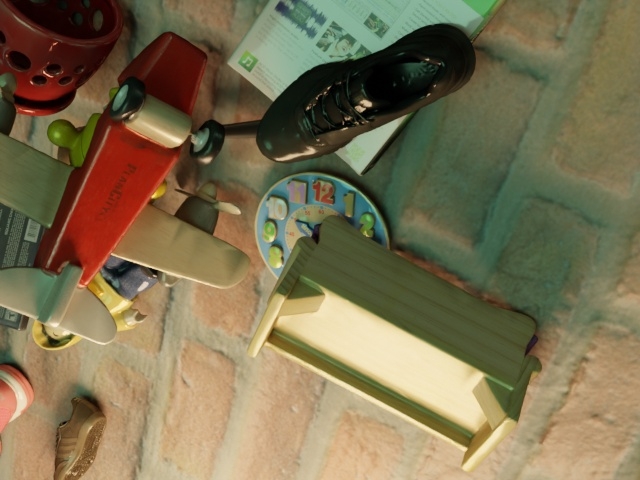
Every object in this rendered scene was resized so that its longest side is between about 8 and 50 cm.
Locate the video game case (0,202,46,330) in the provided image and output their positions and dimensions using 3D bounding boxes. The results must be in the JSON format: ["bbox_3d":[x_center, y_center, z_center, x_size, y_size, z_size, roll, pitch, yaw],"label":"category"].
[{"bbox_3d":[-0.579,0.021,1.572,0.274,0.026,0.196,13,88,19],"label":"video game case"}]

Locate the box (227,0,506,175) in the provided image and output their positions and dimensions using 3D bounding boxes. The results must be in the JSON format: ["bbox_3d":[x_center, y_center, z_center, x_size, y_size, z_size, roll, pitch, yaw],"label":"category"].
[{"bbox_3d":[0.064,-0.275,1.184,0.232,0.058,0.322,41,114,4],"label":"box"}]

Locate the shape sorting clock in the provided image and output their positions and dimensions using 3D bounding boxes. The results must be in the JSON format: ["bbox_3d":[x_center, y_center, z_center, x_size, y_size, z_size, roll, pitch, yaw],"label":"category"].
[{"bbox_3d":[0.000,0.000,1.354,0.206,0.040,0.206,9,113,20],"label":"shape sorting clock"}]

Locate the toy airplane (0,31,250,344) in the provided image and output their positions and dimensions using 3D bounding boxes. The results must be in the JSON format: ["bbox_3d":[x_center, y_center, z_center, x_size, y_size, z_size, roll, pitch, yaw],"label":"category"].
[{"bbox_3d":[-0.305,-0.061,1.284,0.385,0.272,0.385,-19,120,-14],"label":"toy airplane"}]

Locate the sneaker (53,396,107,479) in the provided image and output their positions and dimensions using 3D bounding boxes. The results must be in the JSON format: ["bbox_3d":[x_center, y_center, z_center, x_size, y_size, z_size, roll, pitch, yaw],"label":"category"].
[{"bbox_3d":[-0.433,0.354,1.680,0.071,0.066,0.188,41,116,23],"label":"sneaker"}]

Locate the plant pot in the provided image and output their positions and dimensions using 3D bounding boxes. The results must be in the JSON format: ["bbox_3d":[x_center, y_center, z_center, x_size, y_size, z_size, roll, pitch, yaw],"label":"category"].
[{"bbox_3d":[-0.393,-0.278,1.326,0.191,0.191,0.174,42,125,3],"label":"plant pot"}]

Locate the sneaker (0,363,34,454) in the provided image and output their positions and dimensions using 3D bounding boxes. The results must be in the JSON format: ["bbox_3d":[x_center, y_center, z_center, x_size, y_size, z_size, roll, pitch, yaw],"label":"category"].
[{"bbox_3d":[-0.639,0.349,1.713,0.116,0.136,0.313,40,120,5],"label":"sneaker"}]

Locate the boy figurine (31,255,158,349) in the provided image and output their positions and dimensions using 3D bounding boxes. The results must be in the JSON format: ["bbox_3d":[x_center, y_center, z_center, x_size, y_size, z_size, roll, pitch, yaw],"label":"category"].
[{"bbox_3d":[-0.359,0.076,1.511,0.285,0.092,0.177,-35,97,27],"label":"boy figurine"}]

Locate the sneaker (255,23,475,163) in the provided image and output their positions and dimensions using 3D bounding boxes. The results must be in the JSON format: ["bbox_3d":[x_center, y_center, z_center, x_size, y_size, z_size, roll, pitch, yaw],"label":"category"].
[{"bbox_3d":[0.037,-0.169,1.121,0.286,0.130,0.109,-26,98,24],"label":"sneaker"}]

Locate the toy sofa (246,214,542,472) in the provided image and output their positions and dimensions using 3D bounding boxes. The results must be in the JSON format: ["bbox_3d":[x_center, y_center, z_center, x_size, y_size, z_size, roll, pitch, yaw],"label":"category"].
[{"bbox_3d":[0.102,0.136,1.289,0.363,0.177,0.150,28,135,1],"label":"toy sofa"}]

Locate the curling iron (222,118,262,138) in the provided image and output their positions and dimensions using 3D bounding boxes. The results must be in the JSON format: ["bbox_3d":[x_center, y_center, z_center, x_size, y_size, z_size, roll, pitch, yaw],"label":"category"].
[{"bbox_3d":[-0.031,-0.170,1.302,0.274,0.035,0.068,-9,103,25],"label":"curling iron"}]
